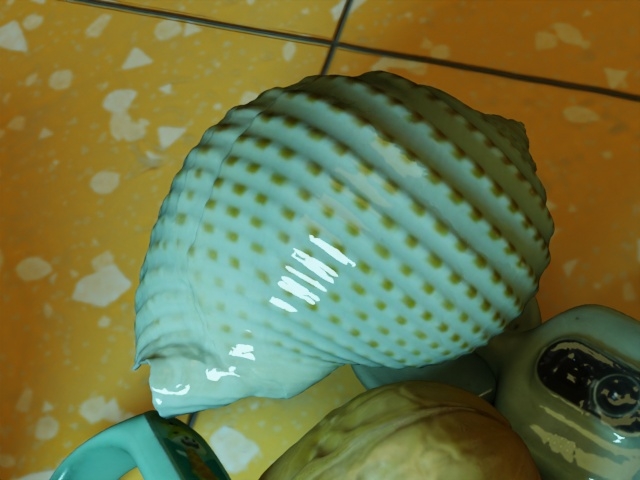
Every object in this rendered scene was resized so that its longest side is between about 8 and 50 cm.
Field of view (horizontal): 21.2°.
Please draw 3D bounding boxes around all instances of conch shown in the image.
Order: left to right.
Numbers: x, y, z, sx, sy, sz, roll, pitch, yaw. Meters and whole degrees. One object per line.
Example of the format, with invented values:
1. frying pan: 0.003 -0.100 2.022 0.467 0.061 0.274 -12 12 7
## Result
1. conch: 0.000 -0.016 1.266 0.319 0.215 0.303 -15 19 -16

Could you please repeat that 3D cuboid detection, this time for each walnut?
1. walnut: 0.051 0.205 1.202 0.226 0.193 0.193 -42 62 -9

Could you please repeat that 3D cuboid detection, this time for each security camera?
1. security camera: 0.152 0.092 1.315 0.302 0.080 0.157 29 68 26

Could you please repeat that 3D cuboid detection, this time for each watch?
1. watch: -0.135 0.232 1.210 0.195 0.068 0.237 -56 38 10
